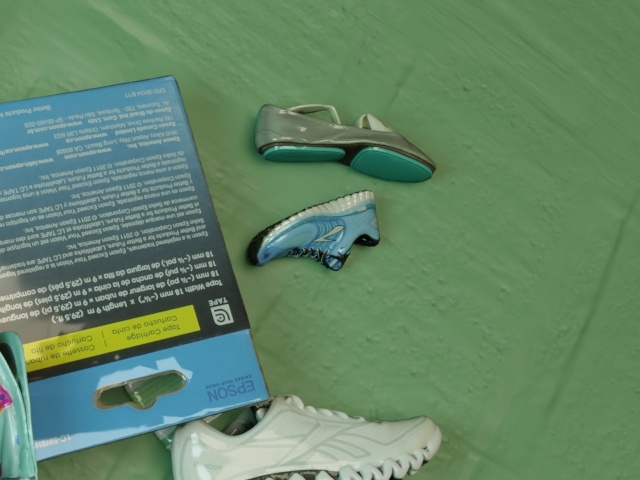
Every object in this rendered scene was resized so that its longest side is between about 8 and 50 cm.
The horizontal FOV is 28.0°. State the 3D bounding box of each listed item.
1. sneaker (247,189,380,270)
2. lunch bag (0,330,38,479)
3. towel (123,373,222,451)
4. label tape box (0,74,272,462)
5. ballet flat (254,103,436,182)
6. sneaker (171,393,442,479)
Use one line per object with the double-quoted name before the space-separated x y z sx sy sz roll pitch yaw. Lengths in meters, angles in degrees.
"sneaker" 0.000 0.000 1.355 0.162 0.063 0.073 -20 88 -27
"lunch bag" -0.351 0.131 1.067 0.262 0.223 0.160 47 55 -6
"towel" -0.148 0.118 1.277 0.113 0.023 0.152 -34 91 -29
"label tape box" -0.214 0.029 1.211 0.240 0.106 0.334 -12 77 -24
"ballet flat" 0.031 -0.112 1.396 0.213 0.072 0.068 7 69 -22
"sneaker" -0.011 0.203 1.267 0.292 0.110 0.118 -9 79 -27
